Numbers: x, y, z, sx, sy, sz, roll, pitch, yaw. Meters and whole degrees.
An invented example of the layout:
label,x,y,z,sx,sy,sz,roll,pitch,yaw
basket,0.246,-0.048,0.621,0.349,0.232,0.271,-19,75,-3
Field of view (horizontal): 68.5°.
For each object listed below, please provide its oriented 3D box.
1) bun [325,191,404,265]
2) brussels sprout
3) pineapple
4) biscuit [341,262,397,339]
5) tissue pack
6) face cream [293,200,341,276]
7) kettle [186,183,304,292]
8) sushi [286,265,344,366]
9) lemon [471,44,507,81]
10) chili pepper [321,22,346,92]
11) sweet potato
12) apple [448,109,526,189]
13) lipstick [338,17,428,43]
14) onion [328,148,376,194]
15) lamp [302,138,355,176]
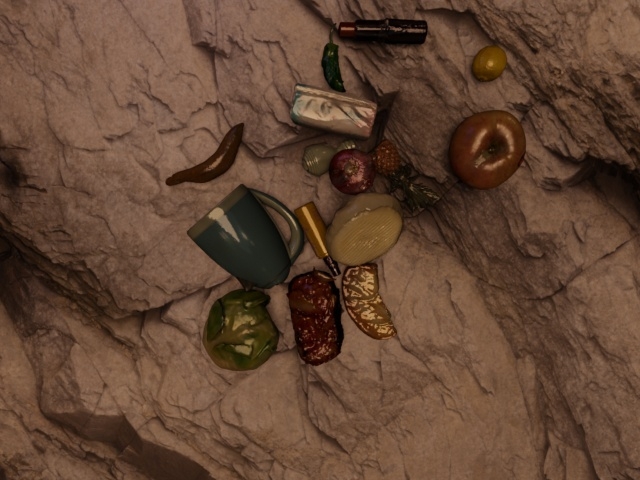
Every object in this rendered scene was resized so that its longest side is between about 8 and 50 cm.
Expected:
label,x,y,z,sx,sy,sz,roll,pitch,yaw
bun,0.137,-0.046,1.574,0.287,0.146,0.287,-15,136,-15
brussels sprout,-0.267,0.309,1.601,0.294,0.227,0.259,-39,79,11
pineapple,0.279,-0.218,1.612,0.277,0.119,0.130,50,49,-5
biscuit,0.164,0.222,1.677,0.154,0.045,0.299,-17,95,0
tissue pack,0.042,-0.417,1.549,0.271,0.201,0.124,13,99,0
face cream,0.000,0.000,1.643,0.078,0.078,0.273,-26,95,2
kettle,-0.214,-0.010,1.584,0.342,0.247,0.319,48,68,-11
sushi,-0.008,0.249,1.615,0.196,0.182,0.343,-10,98,-6
lemon,0.565,-0.590,1.577,0.109,0.109,0.133,23,86,-2
chili pepper,0.042,-0.581,1.568,0.065,0.122,0.279,-2,64,-14
sweet potato,-0.379,-0.265,1.627,0.346,0.079,0.108,-35,65,4
apple,0.548,-0.301,1.559,0.261,0.194,0.261,0,96,2
lipstick,0.209,-0.706,1.582,0.300,0.081,0.081,3,95,-1
onion,0.107,-0.225,1.564,0.159,0.195,0.159,0,90,6
lamp,0.028,-0.288,1.614,0.193,0.106,0.106,-20,94,-8
